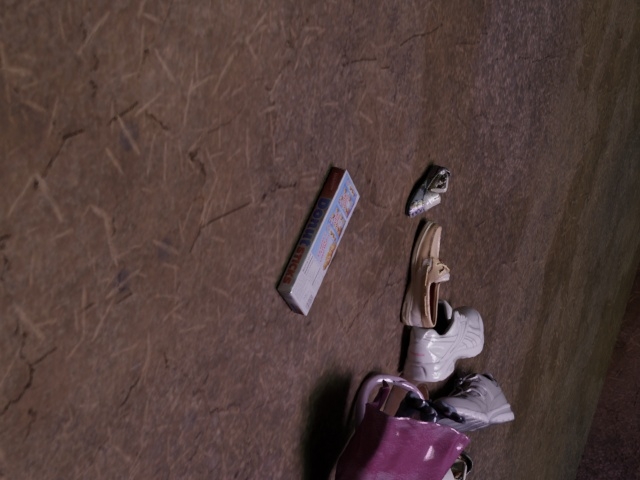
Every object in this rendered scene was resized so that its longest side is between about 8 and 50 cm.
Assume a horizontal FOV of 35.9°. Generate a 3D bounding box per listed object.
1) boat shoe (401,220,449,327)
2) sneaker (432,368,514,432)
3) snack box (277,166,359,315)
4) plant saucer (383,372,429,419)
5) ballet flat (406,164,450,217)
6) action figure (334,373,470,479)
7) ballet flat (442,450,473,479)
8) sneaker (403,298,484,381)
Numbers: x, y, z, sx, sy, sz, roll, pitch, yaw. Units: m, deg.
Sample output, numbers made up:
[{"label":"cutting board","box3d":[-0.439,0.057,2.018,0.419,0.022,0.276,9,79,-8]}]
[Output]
[{"label":"boat shoe","box3d":[0.174,0.055,1.549,0.063,0.059,0.170,-3,104,-64]},{"label":"sneaker","box3d":[0.266,0.300,1.850,0.281,0.105,0.115,14,55,-60]},{"label":"snack box","box3d":[0.000,0.000,1.211,0.178,0.022,0.064,-66,151,-22]},{"label":"plant saucer","box3d":[0.143,0.297,1.637,0.168,0.029,0.168,-36,132,-53]},{"label":"ballet flat","box3d":[0.169,-0.075,1.501,0.114,0.041,0.041,-55,147,-38]},{"label":"action figure","box3d":[0.042,0.368,1.363,0.248,0.276,0.370,30,90,-26]},{"label":"ballet flat","box3d":[0.197,0.411,1.721,0.280,0.096,0.095,-13,115,-62]},{"label":"sneaker","box3d":[0.215,0.145,1.647,0.232,0.090,0.115,-33,127,-57]}]
